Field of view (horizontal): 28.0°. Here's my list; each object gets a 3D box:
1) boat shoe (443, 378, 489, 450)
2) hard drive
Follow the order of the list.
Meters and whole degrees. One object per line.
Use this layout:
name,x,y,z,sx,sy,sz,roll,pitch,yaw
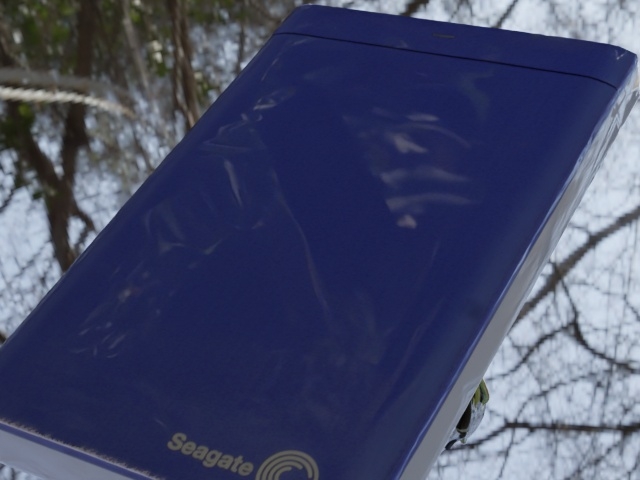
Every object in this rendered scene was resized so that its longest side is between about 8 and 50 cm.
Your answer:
boat shoe,0.060,0.084,0.744,0.068,0.228,0.081,-26,-98,0
hard drive,0.000,0.000,0.625,0.210,0.040,0.319,13,-130,29
